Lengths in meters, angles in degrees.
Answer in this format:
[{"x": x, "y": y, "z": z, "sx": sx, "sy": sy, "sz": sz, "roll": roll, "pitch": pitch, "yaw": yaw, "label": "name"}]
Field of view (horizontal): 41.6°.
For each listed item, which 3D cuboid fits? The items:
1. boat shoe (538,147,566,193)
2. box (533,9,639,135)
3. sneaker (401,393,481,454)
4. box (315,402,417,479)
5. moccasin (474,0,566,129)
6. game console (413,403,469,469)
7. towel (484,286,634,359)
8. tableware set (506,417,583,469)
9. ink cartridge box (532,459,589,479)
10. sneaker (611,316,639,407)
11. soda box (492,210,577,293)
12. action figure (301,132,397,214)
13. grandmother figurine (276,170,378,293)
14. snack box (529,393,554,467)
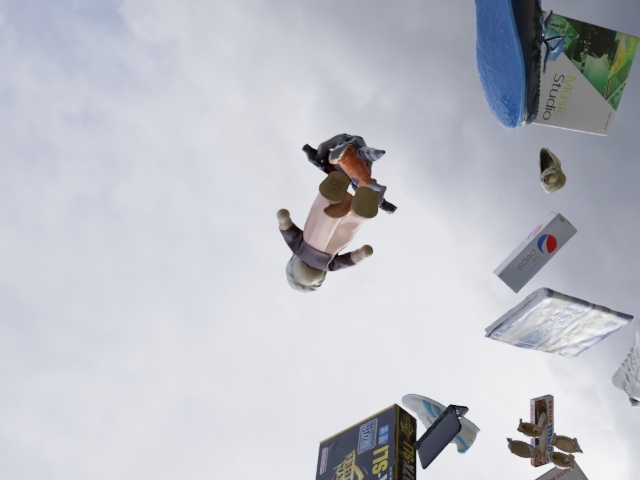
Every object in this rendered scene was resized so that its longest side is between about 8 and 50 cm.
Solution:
[{"x": 0.508, "y": -0.156, "z": 1.868, "sx": 0.048, "sy": 0.056, "sz": 0.153, "roll": 49, "pitch": -150, "yaw": -19, "label": "boat shoe"}, {"x": 0.544, "y": -0.361, "z": 1.844, "sx": 0.322, "sy": 0.232, "sz": 0.058, "roll": 2, "pitch": -161, "yaw": -33, "label": "box"}, {"x": 0.310, "y": 0.488, "z": 2.266, "sx": 0.229, "sy": 0.092, "sz": 0.087, "roll": 25, "pitch": 165, "yaw": 28, "label": "sneaker"}, {"x": 0.094, "y": 0.549, "z": 1.860, "sx": 0.079, "sy": 0.257, "sz": 0.322, "roll": 41, "pitch": -145, "yaw": -26, "label": "box"}, {"x": 0.321, "y": -0.346, "z": 1.328, "sx": 0.117, "sy": 0.342, "sz": 0.138, "roll": -21, "pitch": -151, "yaw": -21, "label": "moccasin"}, {"x": 0.250, "y": 0.393, "z": 1.679, "sx": 0.107, "sy": 0.122, "sz": 0.071, "roll": 18, "pitch": -154, "yaw": -48, "label": "game console"}, {"x": 0.540, "y": 0.191, "z": 1.915, "sx": 0.285, "sy": 0.209, "sz": 0.034, "roll": 16, "pitch": -132, "yaw": -27, "label": "towel"}, {"x": 0.495, "y": 0.451, "z": 1.859, "sx": 0.169, "sy": 0.020, "sz": 0.141, "roll": 16, "pitch": -157, "yaw": 14, "label": "tableware set"}, {"x": 0.682, "y": 0.726, "z": 2.304, "sx": 0.154, "sy": 0.093, "sz": 0.212, "roll": -28, "pitch": -111, "yaw": -11, "label": "ink cartridge box"}, {"x": 0.605, "y": 0.243, "z": 1.587, "sx": 0.090, "sy": 0.115, "sz": 0.232, "roll": -78, "pitch": -30, "yaw": -56, "label": "sneaker"}, {"x": 0.527, "y": 0.028, "z": 2.074, "sx": 0.069, "sy": 0.216, "sz": 0.074, "roll": 42, "pitch": -175, "yaw": -3, "label": "soda box"}, {"x": 0.128, "y": -0.210, "z": 2.438, "sx": 0.341, "sy": 0.178, "sz": 0.330, "roll": 33, "pitch": -167, "yaw": -17, "label": "action figure"}, {"x": 0.000, "y": 0.000, "z": 1.711, "sx": 0.208, "sy": 0.342, "sz": 0.104, "roll": 34, "pitch": -126, "yaw": 7, "label": "grandmother figurine"}, {"x": 0.556, "y": 0.478, "z": 2.115, "sx": 0.064, "sy": 0.022, "sz": 0.178, "roll": -9, "pitch": -78, "yaw": -27, "label": "snack box"}]
